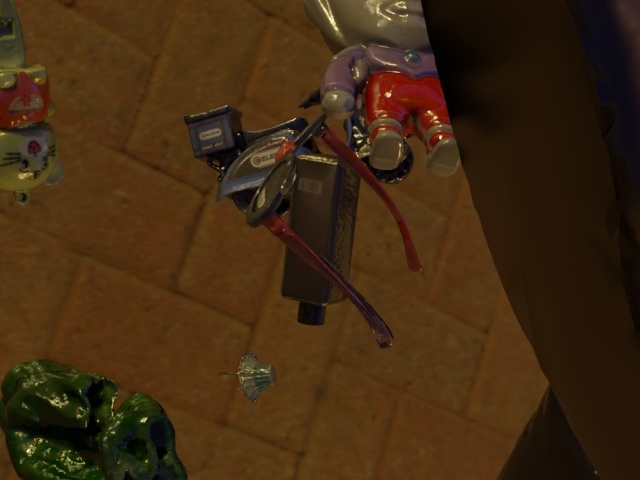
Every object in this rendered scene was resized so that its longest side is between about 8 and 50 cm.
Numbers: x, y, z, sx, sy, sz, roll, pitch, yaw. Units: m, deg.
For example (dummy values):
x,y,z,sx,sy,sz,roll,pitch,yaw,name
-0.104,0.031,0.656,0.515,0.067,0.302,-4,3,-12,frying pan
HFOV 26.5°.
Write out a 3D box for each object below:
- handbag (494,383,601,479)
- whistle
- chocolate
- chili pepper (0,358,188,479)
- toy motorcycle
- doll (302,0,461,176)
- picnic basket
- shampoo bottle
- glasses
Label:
x,y,z,sx,sy,sz,roll,pitch,yaw,name
0.274,0.282,1.446,0.088,0.254,0.211,-18,59,-22,handbag
-0.420,-0.187,1.845,0.131,0.106,0.288,-13,107,-35,whistle
0.169,-0.080,0.541,0.210,0.225,0.340,-17,103,-3,chocolate
-0.165,0.147,0.960,0.083,0.253,0.099,-3,97,-29,chili pepper
-0.025,-0.160,2.159,0.125,0.358,0.213,14,61,-77,toy motorcycle
0.041,-0.119,0.758,0.102,0.075,0.227,8,44,-10,doll
-0.107,0.212,2.067,0.065,0.083,0.083,48,34,-58,picnic basket
0.000,0.000,1.959,0.079,0.080,0.246,-7,105,-62,shampoo bottle
0.043,-0.026,1.729,0.268,0.118,0.234,42,35,-11,glasses
